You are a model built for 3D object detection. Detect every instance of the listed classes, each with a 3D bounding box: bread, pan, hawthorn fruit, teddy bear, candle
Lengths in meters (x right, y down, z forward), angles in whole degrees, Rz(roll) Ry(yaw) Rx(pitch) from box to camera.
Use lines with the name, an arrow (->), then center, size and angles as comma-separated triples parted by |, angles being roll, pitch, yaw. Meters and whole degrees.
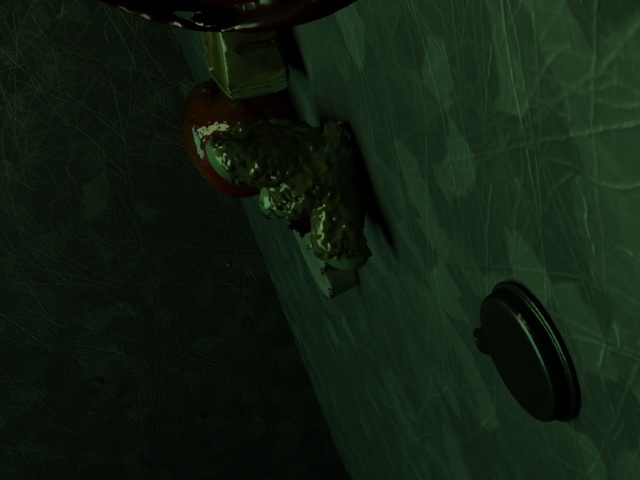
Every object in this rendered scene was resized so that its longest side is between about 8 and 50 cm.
bread -> -0.117, -0.321, 1.354 | 0.210, 0.110, 0.192 | -130, 26, -64
pan -> 0.176, 0.105, 0.871 | 0.235, 0.028, 0.136 | 154, 94, -82
hawthorn fruit -> -0.129, -0.164, 1.575 | 0.253, 0.205, 0.205 | 67, 174, -34
teddy bear -> -0.036, -0.095, 1.279 | 0.267, 0.156, 0.256 | 39, 176, -17
candle -> 0.000, 0.000, 1.592 | 0.168, 0.068, 0.192 | 57, 166, 37

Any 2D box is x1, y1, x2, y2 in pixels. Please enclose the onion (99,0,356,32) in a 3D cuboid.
onion -> -0.060, -0.273, 0.436 | 0.341, 0.341, 0.341 | 158, 90, -82
